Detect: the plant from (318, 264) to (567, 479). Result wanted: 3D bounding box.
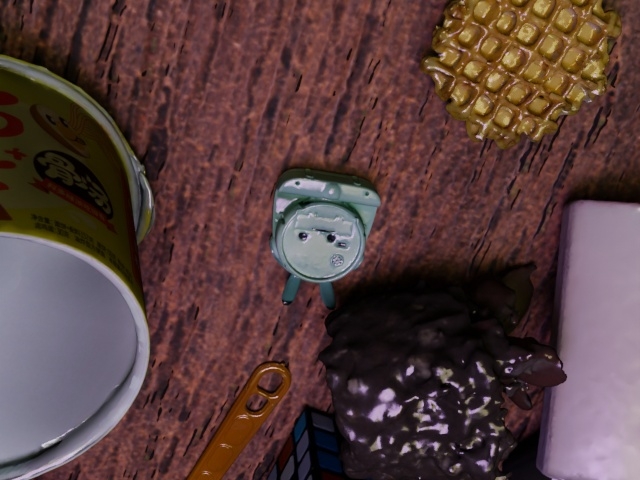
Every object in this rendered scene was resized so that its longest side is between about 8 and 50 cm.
[{"bbox_3d":[0.118,0.136,0.761,0.234,0.204,0.178,-6,120,0],"label":"plant"}]

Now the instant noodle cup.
[{"bbox_3d":[-0.266,0.032,0.608,0.311,0.221,0.311,-14,129,-18],"label":"instant noodle cup"}]

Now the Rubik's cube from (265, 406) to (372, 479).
[{"bbox_3d":[0.033,0.319,0.821,0.182,0.184,0.187,23,108,-15],"label":"Rubik's cube"}]

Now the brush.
[{"bbox_3d":[-0.124,0.257,0.870,0.090,0.017,0.314,30,104,-16],"label":"brush"}]

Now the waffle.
[{"bbox_3d":[0.188,-0.177,0.724,0.191,0.038,0.191,-2,111,-5],"label":"waffle"}]

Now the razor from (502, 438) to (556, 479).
[{"bbox_3d":[0.381,0.235,0.865,0.349,0.113,0.204,-36,113,8],"label":"razor"}]

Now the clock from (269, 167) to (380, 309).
[{"bbox_3d":[0.000,0.000,0.769,0.101,0.041,0.135,7,110,-9],"label":"clock"}]

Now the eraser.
[{"bbox_3d":[0.312,0.104,0.760,0.174,0.095,0.270,7,87,6],"label":"eraser"}]
